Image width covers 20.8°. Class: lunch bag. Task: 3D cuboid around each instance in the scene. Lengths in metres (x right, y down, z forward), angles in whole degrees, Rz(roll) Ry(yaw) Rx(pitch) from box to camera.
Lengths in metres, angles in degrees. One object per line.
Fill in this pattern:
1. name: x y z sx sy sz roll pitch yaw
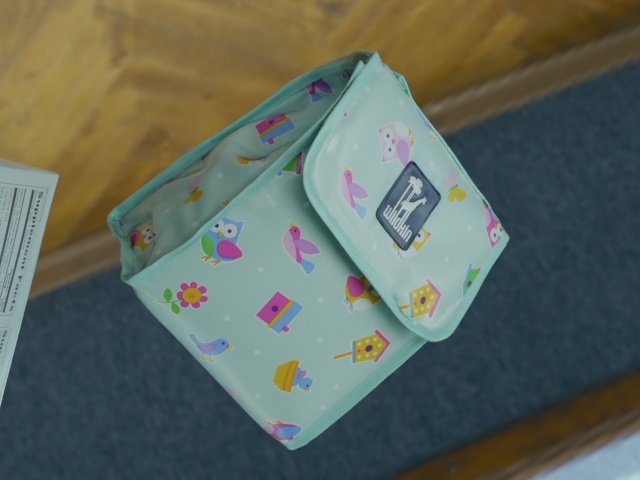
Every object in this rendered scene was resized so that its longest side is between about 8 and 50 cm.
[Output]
1. lunch bag: 0.000 0.000 1.393 0.262 0.160 0.223 -37 118 5

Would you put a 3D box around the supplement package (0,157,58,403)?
1. supplement package: -0.312 0.024 0.990 0.262 0.199 0.198 5 100 -73
